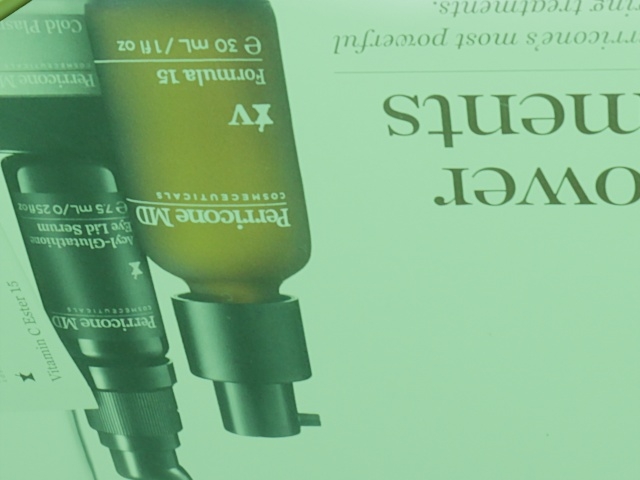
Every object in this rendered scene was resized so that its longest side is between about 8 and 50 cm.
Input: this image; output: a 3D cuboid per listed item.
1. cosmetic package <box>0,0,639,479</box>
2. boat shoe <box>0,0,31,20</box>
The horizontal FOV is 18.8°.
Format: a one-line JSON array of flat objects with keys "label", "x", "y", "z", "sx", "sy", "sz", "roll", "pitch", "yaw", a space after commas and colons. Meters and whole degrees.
[{"label": "cosmetic package", "x": 0.000, "y": 0.000, "z": 0.599, "sx": 0.377, "sy": 0.097, "sz": 0.284, "roll": 0, "pitch": 135, "yaw": 11}, {"label": "boat shoe", "x": -0.018, "y": -0.164, "z": 0.403, "sx": 0.341, "sy": 0.121, "sz": 0.110, "roll": -43, "pitch": 103, "yaw": 10}]
